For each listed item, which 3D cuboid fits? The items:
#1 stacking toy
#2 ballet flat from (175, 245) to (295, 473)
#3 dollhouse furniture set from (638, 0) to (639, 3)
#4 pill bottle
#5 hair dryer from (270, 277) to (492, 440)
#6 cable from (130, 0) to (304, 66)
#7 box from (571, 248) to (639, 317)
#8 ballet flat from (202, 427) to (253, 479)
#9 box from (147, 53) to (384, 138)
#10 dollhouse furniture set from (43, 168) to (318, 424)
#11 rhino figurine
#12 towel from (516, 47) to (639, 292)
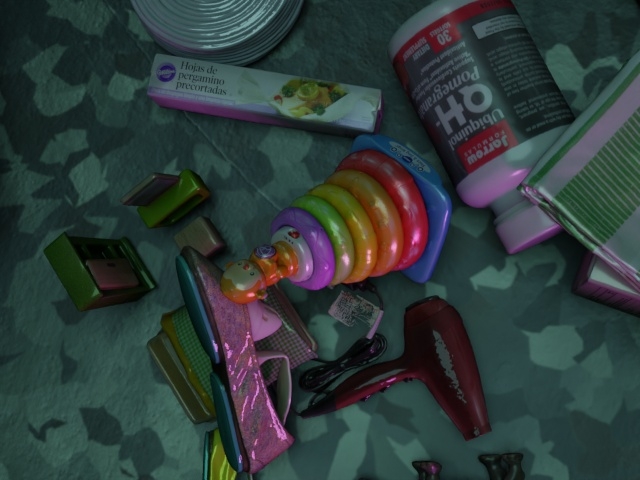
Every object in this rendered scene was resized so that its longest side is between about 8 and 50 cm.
[{"bbox_3d":[0.000,0.000,1.202,0.302,0.166,0.175,-25,52,-35],"label":"stacking toy"},{"bbox_3d":[-0.096,0.138,1.225,0.106,0.107,0.316,-20,115,-19],"label":"ballet flat"},{"bbox_3d":[0.530,-0.288,1.222,0.152,0.201,0.374,-27,73,3],"label":"dollhouse furniture set"},{"bbox_3d":[0.228,-0.151,1.269,0.176,0.176,0.318,-26,80,2],"label":"pill bottle"},{"bbox_3d":[0.099,0.170,1.302,0.293,0.080,0.224,27,95,19],"label":"hair dryer"},{"bbox_3d":[-0.145,-0.375,1.389,0.257,0.089,0.257,-41,80,-1],"label":"cable"},{"bbox_3d":[0.451,0.040,1.230,0.232,0.148,0.127,21,84,9],"label":"box"},{"bbox_3d":[-0.129,0.362,1.294,0.077,0.077,0.231,9,81,-9],"label":"ballet flat"},{"bbox_3d":[-0.074,-0.197,1.368,0.324,0.067,0.063,10,82,9],"label":"box"},{"bbox_3d":[-0.175,0.079,1.275,0.197,0.151,0.301,-37,79,14],"label":"dollhouse furniture set"},{"bbox_3d":[0.143,0.335,1.263,0.243,0.073,0.106,-7,78,7],"label":"rhino figurine"},{"bbox_3d":[0.426,-0.044,1.143,0.325,0.038,0.248,41,82,8],"label":"towel"}]
